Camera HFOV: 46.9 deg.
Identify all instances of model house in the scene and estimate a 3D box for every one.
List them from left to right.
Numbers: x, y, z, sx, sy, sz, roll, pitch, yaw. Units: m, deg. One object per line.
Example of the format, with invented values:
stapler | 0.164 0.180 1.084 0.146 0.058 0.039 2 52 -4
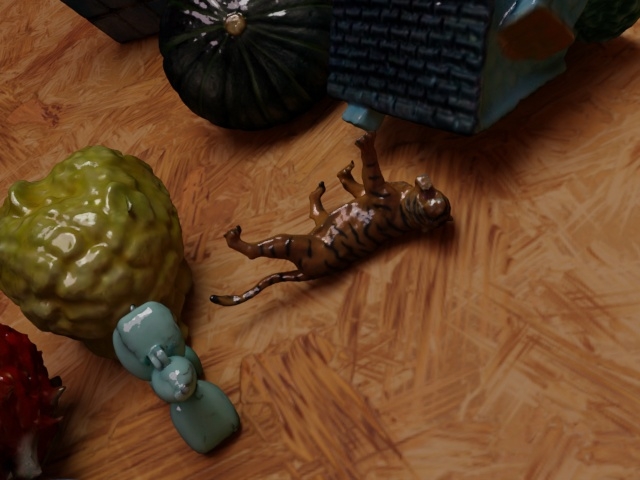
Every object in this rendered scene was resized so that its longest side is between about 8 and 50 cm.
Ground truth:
model house | 0.153 -0.201 0.775 0.261 0.226 0.241 29 91 49

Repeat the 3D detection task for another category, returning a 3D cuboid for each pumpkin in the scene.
pumpkin | -0.083 -0.263 0.974 0.250 0.216 0.250 -3 83 24

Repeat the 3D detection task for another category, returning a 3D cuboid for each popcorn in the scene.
popcorn | -0.241 0.029 0.812 0.206 0.251 0.237 -32 -1 -31

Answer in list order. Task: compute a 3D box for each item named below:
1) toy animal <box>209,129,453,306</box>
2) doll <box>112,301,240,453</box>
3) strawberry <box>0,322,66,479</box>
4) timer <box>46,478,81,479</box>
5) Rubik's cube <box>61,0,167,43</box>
toy animal | 0.002 -0.001 0.756 0.255 0.114 0.116 -34 84 8
doll | -0.136 0.119 0.674 0.059 0.158 0.159 -34 34 -13
strawberry | -0.428 0.163 0.688 0.292 0.343 0.292 -36 29 23
timer | -0.214 0.293 0.600 0.175 0.255 0.175 8 53 -10
Rubik's cube | -0.313 -0.588 1.246 0.344 0.337 0.344 -4 65 36
